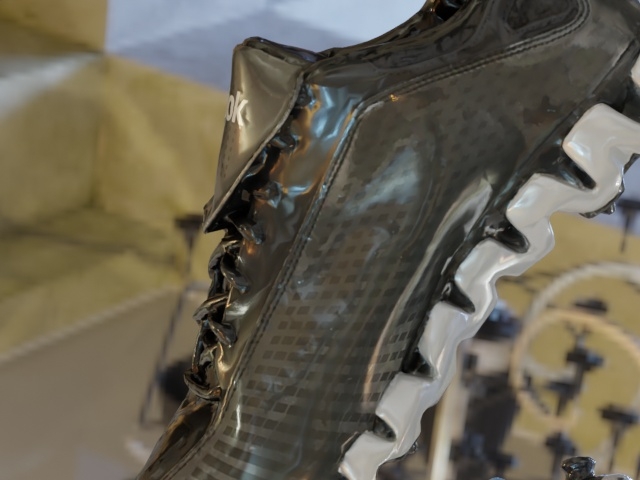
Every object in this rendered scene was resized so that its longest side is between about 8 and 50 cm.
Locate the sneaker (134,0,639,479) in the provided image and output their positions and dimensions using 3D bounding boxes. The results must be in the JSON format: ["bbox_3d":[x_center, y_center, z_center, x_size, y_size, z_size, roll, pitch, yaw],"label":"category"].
[{"bbox_3d":[0.000,0.000,0.545,0.106,0.234,0.078,41,179,-12],"label":"sneaker"}]

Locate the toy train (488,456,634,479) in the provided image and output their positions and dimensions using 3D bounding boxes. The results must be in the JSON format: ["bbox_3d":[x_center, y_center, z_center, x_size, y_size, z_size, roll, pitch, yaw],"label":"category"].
[{"bbox_3d":[0.067,0.153,0.834,0.184,0.105,0.080,-17,162,27],"label":"toy train"}]
